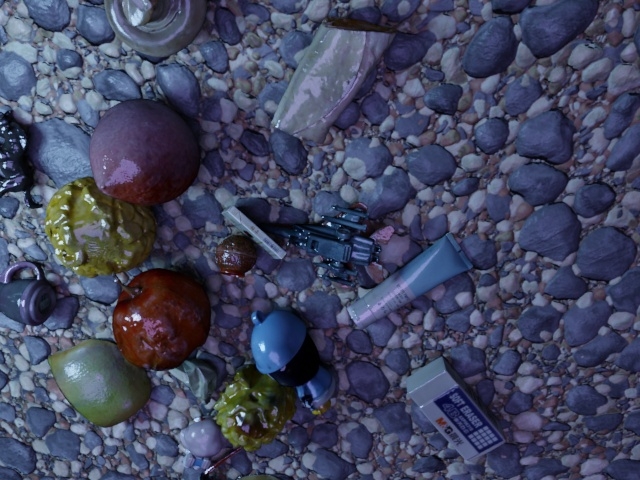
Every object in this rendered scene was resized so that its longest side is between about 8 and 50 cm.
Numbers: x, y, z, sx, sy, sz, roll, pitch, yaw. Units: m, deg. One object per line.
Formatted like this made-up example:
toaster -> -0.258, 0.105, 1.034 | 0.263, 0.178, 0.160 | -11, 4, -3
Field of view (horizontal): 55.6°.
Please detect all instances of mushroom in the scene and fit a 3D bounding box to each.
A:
mushroom -> -0.331, -0.466, 1.192 | 0.204, 0.204, 0.204 | 1, 112, 3

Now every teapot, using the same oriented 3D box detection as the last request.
teapot -> -0.749, 0.134, 1.504 | 0.146, 0.116, 0.148 | 6, 116, 12

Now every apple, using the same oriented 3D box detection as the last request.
apple -> -0.567, 0.374, 1.590 | 0.193, 0.120, 0.265 | -34, 109, 3

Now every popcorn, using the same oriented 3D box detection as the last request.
popcorn -> -0.503, -0.023, 1.392 | 0.250, 0.190, 0.250 | -1, 102, -5
popcorn -> -0.169, 0.425, 1.562 | 0.189, 0.218, 0.169 | 40, 154, 4

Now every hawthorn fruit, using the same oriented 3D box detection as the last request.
hawthorn fruit -> -0.391, 0.163, 1.419 | 0.242, 0.241, 0.271 | -21, 125, 11

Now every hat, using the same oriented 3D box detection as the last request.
hat -> -0.342, 0.350, 1.597 | 0.166, 0.081, 0.122 | 34, 150, 5

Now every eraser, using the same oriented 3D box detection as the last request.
eraser -> 0.353, 0.441, 1.580 | 0.124, 0.081, 0.279 | -36, 106, 16

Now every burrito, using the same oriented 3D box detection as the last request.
burrito -> 0.020, -0.348, 1.272 | 0.143, 0.105, 0.299 | 28, 110, -18

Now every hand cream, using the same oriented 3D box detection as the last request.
hand cream -> 0.210, 0.103, 1.474 | 0.312, 0.070, 0.111 | -33, 105, 7

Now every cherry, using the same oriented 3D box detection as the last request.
cherry -> -0.372, -0.186, 1.290 | 0.206, 0.239, 0.239 | -32, 107, 6

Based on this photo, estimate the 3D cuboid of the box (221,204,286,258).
box -> -0.157, -0.018, 1.422 | 0.167, 0.090, 0.024 | 42, 77, -13

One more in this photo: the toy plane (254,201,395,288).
toy plane -> 0.000, 0.003, 1.412 | 0.327, 0.104, 0.222 | 10, 113, 0

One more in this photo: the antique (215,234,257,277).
antique -> -0.200, 0.035, 1.440 | 0.104, 0.104, 0.104 | 1, 112, 3

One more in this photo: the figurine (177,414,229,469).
figurine -> -0.321, 0.552, 1.652 | 0.137, 0.112, 0.229 | 22, 121, -11

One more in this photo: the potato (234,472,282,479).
potato -> -0.185, 0.775, 1.729 | 0.202, 0.117, 0.182 | -13, 114, 7

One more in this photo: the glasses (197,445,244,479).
glasses -> -0.189, 0.679, 1.660 | 0.268, 0.234, 0.118 | -36, 147, 1

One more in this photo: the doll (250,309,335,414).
doll -> -0.074, 0.292, 1.496 | 0.141, 0.177, 0.314 | -23, 112, 26

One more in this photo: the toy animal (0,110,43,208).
toy animal -> -0.726, -0.174, 1.393 | 0.148, 0.084, 0.232 | -9, 108, 5
